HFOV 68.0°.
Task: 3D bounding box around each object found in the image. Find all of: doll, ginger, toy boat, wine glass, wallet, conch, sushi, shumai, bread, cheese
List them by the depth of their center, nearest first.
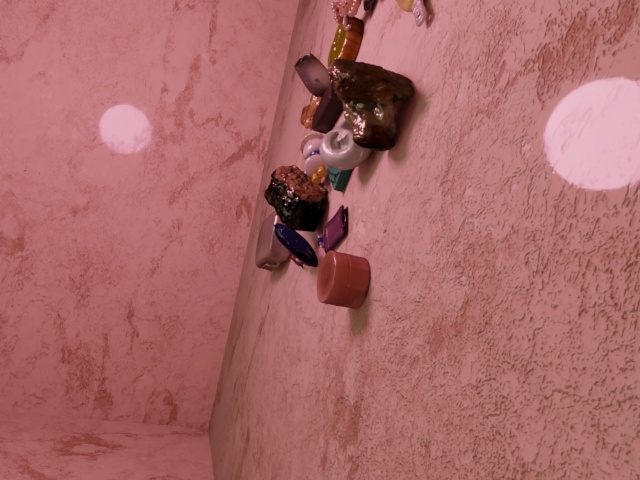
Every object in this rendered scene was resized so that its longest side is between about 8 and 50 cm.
[{"bbox_3d":[0.264,-0.674,1.312,0.127,0.050,0.255,122,153,-46],"label":"cheese"},{"bbox_3d":[0.117,-0.378,1.315,0.272,0.222,0.204,-115,35,-50],"label":"shumai"},{"bbox_3d":[0.096,-0.309,1.464,0.221,0.121,0.185,-11,74,46],"label":"conch"},{"bbox_3d":[0.048,-0.034,1.598,0.166,0.030,0.111,128,151,-55],"label":"wallet"},{"bbox_3d":[0.126,-0.890,1.696,0.278,0.119,0.154,-42,64,57],"label":"doll"},{"bbox_3d":[-0.105,0.021,1.806,0.072,0.219,0.318,-42,8,-12],"label":"toy boat"},{"bbox_3d":[-0.017,-0.329,1.875,0.138,0.119,0.293,-44,34,26],"label":"doll"},{"bbox_3d":[-0.094,-0.176,1.877,0.171,0.211,0.350,-66,25,21],"label":"sushi"},{"bbox_3d":[0.097,-0.776,1.894,0.236,0.070,0.236,-167,90,-72],"label":"bread"},{"bbox_3d":[-0.011,-0.649,1.912,0.111,0.204,0.111,-31,31,21],"label":"wine glass"},{"bbox_3d":[-0.049,-0.635,2.293,0.133,0.059,0.214,-109,33,-52],"label":"ginger"}]

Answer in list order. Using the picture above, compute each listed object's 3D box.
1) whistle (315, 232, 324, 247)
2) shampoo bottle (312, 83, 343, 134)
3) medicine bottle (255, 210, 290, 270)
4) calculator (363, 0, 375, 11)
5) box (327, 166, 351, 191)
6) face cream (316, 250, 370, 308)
[{"bbox_3d":[0.000,0.000,1.728,0.083,0.033,0.029,-104,34,-54],"label":"whistle"},{"bbox_3d":[0.041,-0.530,1.888,0.246,0.080,0.079,128,148,-57],"label":"shampoo bottle"},{"bbox_3d":[-0.230,0.002,2.328,0.375,0.123,0.282,149,129,-67],"label":"medicine bottle"},{"bbox_3d":[0.201,-0.998,1.780,0.166,0.028,0.274,124,153,-53],"label":"calculator"},{"bbox_3d":[0.086,-0.304,1.643,0.161,0.042,0.226,-102,29,-56],"label":"box"},{"bbox_3d":[0.061,0.110,1.324,0.149,0.104,0.149,-168,90,-74],"label":"face cream"}]
